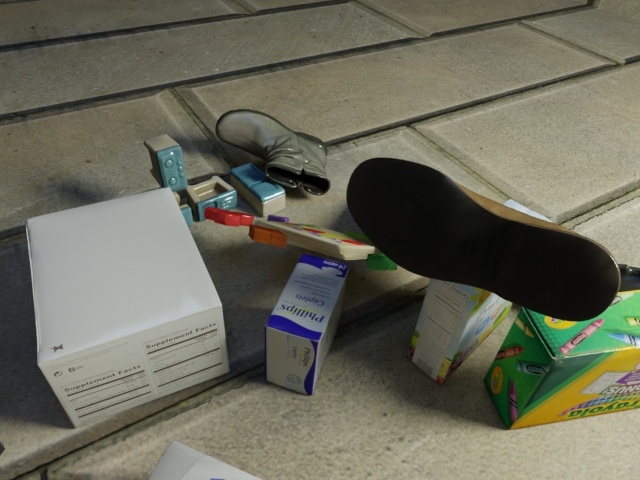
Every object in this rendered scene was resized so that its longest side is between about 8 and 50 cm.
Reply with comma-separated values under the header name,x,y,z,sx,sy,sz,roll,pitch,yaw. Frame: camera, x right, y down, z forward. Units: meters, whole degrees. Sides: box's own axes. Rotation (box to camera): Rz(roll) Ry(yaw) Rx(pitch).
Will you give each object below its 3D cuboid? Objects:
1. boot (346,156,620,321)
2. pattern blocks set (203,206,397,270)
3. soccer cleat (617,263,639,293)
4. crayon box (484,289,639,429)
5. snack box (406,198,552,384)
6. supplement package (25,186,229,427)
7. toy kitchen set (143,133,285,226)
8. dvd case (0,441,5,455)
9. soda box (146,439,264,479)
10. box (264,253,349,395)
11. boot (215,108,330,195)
name,x,y,z,sx,sy,sz,roll,pitch,yaw
boot,0.166,-0.008,0.546,0.305,0.112,0.115,28,19,30
pattern blocks set,0.000,0.000,0.760,0.285,0.026,0.325,5,9,-42
soccer cleat,0.383,0.072,0.771,0.289,0.121,0.093,15,66,39
crayon box,0.371,0.147,0.624,0.278,0.165,0.081,-6,44,-10
snack box,0.210,0.072,0.663,0.174,0.207,0.070,-33,53,-32
supplement package,-0.264,0.074,0.673,0.204,0.145,0.262,-17,47,-21
toy kitchen set,-0.180,-0.115,0.870,0.207,0.166,0.122,-26,49,-29
dvd case,-0.511,0.263,0.534,0.239,0.029,0.179,15,44,12
soda box,-0.041,0.304,0.472,0.286,0.098,0.091,17,44,15
box,-0.019,0.112,0.663,0.072,0.126,0.137,15,43,10
boot,-0.094,-0.175,0.962,0.247,0.083,0.161,16,33,-9
